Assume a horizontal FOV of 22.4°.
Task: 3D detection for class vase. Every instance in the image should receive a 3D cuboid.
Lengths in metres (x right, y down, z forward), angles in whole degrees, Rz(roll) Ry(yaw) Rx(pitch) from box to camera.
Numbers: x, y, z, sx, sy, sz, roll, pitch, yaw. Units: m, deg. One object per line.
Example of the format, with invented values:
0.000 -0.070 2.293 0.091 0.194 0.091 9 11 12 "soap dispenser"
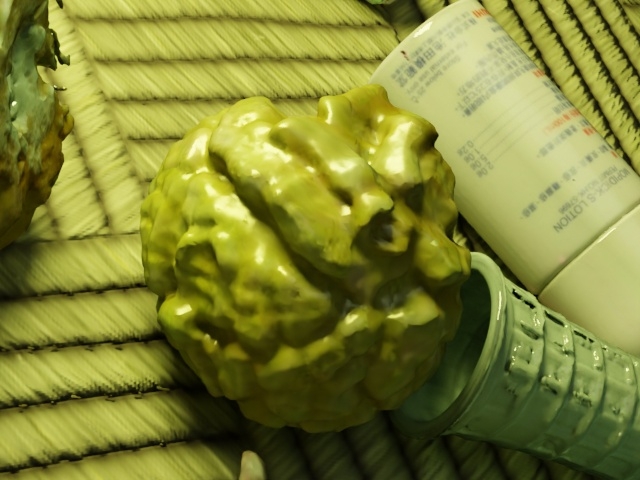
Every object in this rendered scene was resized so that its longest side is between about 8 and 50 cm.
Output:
0.211 0.127 1.202 0.299 0.143 0.143 23 45 -22 "vase"

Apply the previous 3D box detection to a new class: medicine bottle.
0.190 -0.034 1.321 0.341 0.130 0.130 49 43 10 "medicine bottle"

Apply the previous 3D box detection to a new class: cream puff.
-0.260 -0.090 1.011 0.195 0.221 0.194 -2 29 1 "cream puff"

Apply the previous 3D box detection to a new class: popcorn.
0.000 0.000 1.102 0.259 0.212 0.259 11 58 -18 "popcorn"

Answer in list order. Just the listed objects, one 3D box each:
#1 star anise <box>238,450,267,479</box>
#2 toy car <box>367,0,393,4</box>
0.099 0.302 0.991 0.316 0.139 0.359 22 31 -35 "star anise"
-0.002 -0.306 1.444 0.224 0.090 0.076 44 47 5 "toy car"
